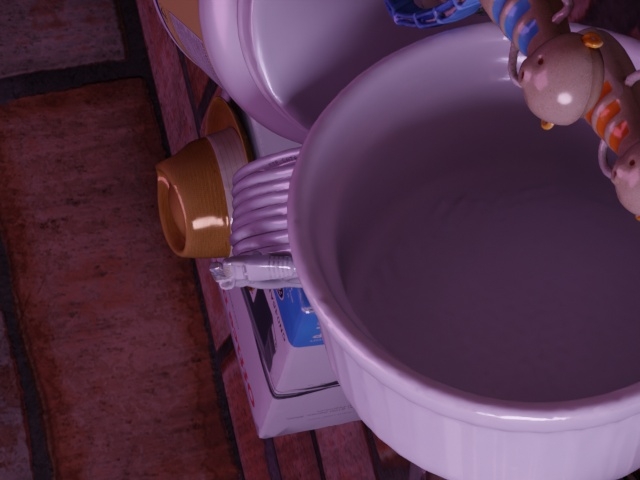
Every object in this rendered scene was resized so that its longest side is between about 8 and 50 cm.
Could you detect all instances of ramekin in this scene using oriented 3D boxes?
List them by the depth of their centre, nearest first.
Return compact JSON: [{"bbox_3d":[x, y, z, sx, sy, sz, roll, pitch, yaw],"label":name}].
[{"bbox_3d":[0.122,0.015,1.044,0.135,0.277,0.277,85,167,-55],"label":"ramekin"}]

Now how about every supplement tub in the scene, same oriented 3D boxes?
[{"bbox_3d":[0.003,-0.208,1.413,0.331,0.241,0.241,-134,36,-67],"label":"supplement tub"}]

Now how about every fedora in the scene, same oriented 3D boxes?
[{"bbox_3d":[-0.107,-0.039,1.635,0.194,0.079,0.194,171,90,-77],"label":"fedora"}]

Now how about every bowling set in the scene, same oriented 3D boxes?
[{"bbox_3d":[0.136,-0.125,0.864,0.287,0.199,0.154,109,150,-44],"label":"bowling set"}]

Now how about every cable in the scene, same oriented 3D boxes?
[{"bbox_3d":[0.059,-0.021,1.304,0.257,0.257,0.089,15,-113,-77],"label":"cable"}]

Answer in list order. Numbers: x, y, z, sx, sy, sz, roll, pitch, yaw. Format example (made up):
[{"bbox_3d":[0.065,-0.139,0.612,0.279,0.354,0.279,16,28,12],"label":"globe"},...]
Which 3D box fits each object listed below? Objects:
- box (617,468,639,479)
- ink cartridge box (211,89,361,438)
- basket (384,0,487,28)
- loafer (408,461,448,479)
[{"bbox_3d":[0.155,0.119,1.187,0.233,0.044,0.159,35,-151,-51],"label":"box"},{"bbox_3d":[0.000,0.000,1.754,0.395,0.166,0.286,109,149,-66],"label":"ink cartridge box"},{"bbox_3d":[0.058,-0.230,1.043,0.255,0.288,0.201,163,103,-80],"label":"basket"},{"bbox_3d":[0.135,0.243,1.451,0.130,0.133,0.366,-124,26,-60],"label":"loafer"}]
